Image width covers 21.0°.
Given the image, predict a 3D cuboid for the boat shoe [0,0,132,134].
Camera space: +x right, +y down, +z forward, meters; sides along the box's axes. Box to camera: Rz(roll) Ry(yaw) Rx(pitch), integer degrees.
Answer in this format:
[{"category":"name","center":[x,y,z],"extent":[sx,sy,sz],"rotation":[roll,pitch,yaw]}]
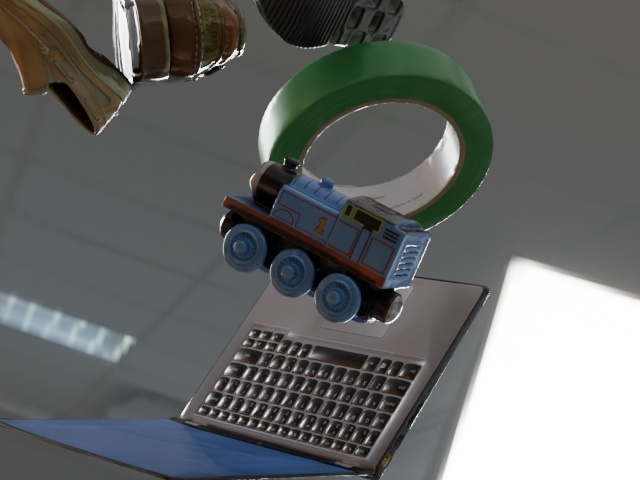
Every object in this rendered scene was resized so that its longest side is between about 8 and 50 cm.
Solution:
[{"category":"boat shoe","center":[-0.252,-0.164,1.585],"extent":[0.068,0.072,0.190],"rotation":[7,-26,49]}]

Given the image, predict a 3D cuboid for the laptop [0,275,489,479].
[{"category":"laptop","center":[-0.092,0.134,1.965],"extent":[0.382,0.408,0.236],"rotation":[7,-32,51]}]

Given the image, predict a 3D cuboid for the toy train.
[{"category":"toy train","center":[0.000,0.000,1.471],"extent":[0.184,0.105,0.080],"rotation":[28,9,23]}]

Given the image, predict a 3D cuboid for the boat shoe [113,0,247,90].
[{"category":"boat shoe","center":[-0.140,-0.196,1.662],"extent":[0.104,0.111,0.307],"rotation":[-7,15,-12]}]

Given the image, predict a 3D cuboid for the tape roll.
[{"category":"tape roll","center":[0.076,-0.130,2.393],"extent":[0.321,0.077,0.321],"rotation":[-8,-42,-7]}]

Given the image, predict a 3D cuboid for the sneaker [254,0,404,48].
[{"category":"sneaker","center":[-0.026,-0.333,2.308],"extent":[0.146,0.122,0.330],"rotation":[35,12,25]}]
